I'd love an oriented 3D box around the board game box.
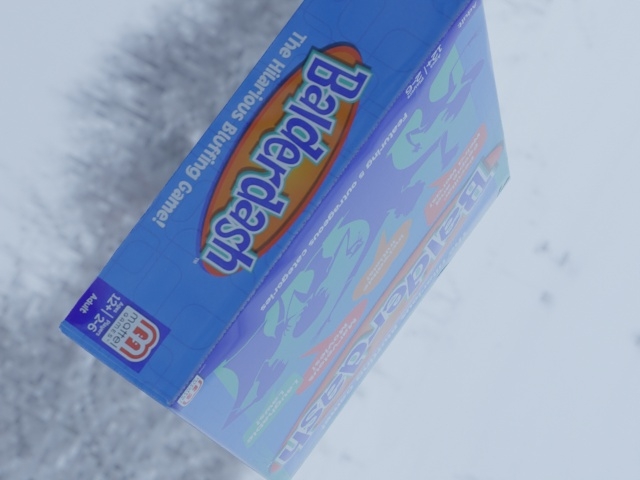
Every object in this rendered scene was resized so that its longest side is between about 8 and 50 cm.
[{"bbox_3d":[0.000,0.000,0.648,0.160,0.047,0.210,-54,-15,-6],"label":"board game box"}]
